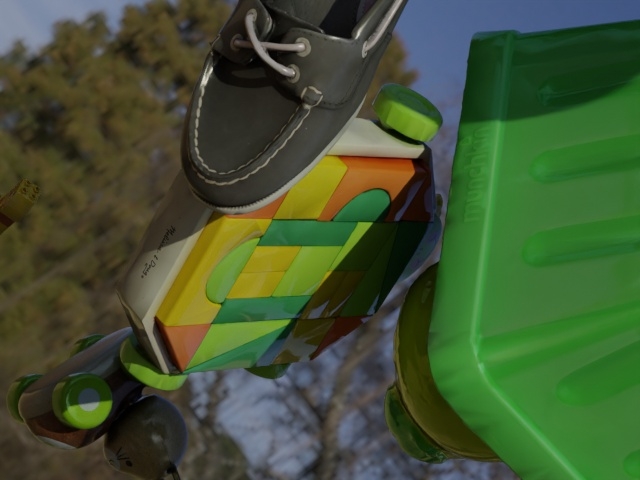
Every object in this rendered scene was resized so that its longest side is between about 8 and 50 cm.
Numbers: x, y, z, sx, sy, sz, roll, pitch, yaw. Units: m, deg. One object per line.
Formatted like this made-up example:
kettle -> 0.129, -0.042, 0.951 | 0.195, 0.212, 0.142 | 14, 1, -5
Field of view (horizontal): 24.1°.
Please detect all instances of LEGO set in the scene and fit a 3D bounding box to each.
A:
LEGO set -> -0.298, -0.018, 1.289 | 0.087, 0.227, 0.093 | 35, -47, -22

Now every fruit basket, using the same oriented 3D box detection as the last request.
fruit basket -> 0.160, 0.046, 1.171 | 0.283, 0.392, 0.392 | 46, -10, -33

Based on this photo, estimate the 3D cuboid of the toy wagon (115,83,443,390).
toy wagon -> 0.000, 0.000, 1.177 | 0.068, 0.344, 0.267 | 47, -62, 31

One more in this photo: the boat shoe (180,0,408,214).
boat shoe -> 0.010, -0.172, 0.962 | 0.112, 0.335, 0.095 | 32, -11, 26

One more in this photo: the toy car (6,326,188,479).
toy car -> -0.187, 0.191, 1.439 | 0.155, 0.149, 0.188 | -10, -69, 59
